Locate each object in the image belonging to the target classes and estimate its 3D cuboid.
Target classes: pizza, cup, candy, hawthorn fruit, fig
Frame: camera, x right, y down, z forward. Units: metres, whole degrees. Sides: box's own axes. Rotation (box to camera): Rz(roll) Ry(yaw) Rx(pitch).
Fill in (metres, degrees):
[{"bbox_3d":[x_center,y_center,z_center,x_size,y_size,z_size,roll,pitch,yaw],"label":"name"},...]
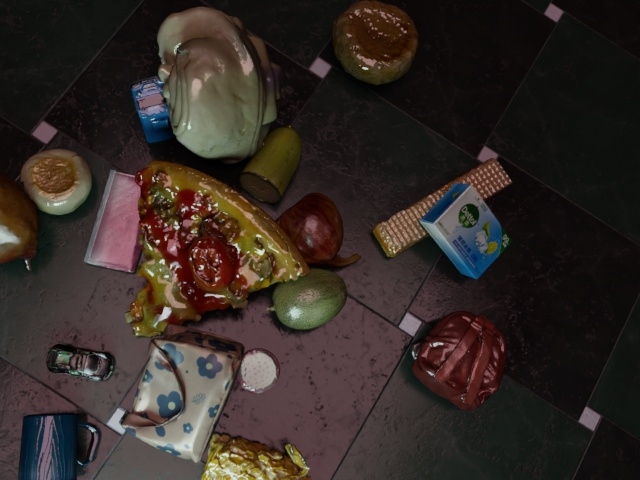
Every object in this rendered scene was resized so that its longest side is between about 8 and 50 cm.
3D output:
[{"bbox_3d":[-0.284,0.067,1.444,0.440,0.130,0.406,33,94,4],"label":"pizza"},{"bbox_3d":[-0.561,0.437,1.387,0.114,0.150,0.138,-9,74,25],"label":"cup"},{"bbox_3d":[-0.144,0.299,1.502,0.103,0.043,0.103,2,74,-7],"label":"candy"},{"bbox_3d":[-0.716,-0.032,1.433,0.208,0.208,0.248,-49,114,-15],"label":"hawthorn fruit"},{"bbox_3d":[-0.006,0.000,1.539,0.175,0.175,0.207,-35,99,-14],"label":"fig"}]

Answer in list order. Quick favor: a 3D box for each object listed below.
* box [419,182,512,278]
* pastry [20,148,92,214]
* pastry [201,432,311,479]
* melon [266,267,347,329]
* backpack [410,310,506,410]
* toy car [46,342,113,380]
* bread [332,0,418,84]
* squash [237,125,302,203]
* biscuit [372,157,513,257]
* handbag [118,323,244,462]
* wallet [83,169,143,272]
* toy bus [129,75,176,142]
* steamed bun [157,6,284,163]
[{"bbox_3d":[0.355,-0.024,1.594,0.139,0.073,0.194,-45,112,-9],"label":"box"},{"bbox_3d":[-0.607,-0.136,1.512,0.157,0.092,0.156,2,79,-10],"label":"pastry"},{"bbox_3d":[-0.128,0.504,1.425,0.250,0.102,0.154,15,78,-3],"label":"pastry"},{"bbox_3d":[-0.032,0.135,1.508,0.192,0.139,0.139,-15,79,-10],"label":"melon"},{"bbox_3d":[0.333,0.270,1.529,0.229,0.139,0.229,2,78,-8],"label":"backpack"},{"bbox_3d":[-0.531,0.269,1.446,0.142,0.055,0.069,11,79,-4],"label":"toy car"},{"bbox_3d":[0.140,-0.506,1.693,0.230,0.123,0.229,2,71,-7],"label":"bread"},{"bbox_3d":[-0.111,-0.197,1.588,0.123,0.123,0.186,26,71,-2],"label":"squash"},{"bbox_3d":[0.306,-0.085,1.652,0.379,0.054,0.094,-31,83,-14],"label":"biscuit"},{"bbox_3d":[-0.288,0.309,1.386,0.193,0.190,0.251,22,96,-6],"label":"handbag"},{"bbox_3d":[-0.466,-0.046,1.545,0.119,0.025,0.232,13,75,-5],"label":"wallet"},{"bbox_3d":[-0.385,-0.305,1.536,0.090,0.184,0.106,-15,82,-11],"label":"toy bus"},{"bbox_3d":[-0.205,-0.360,1.481,0.247,0.352,0.339,-16,78,17],"label":"steamed bun"}]
